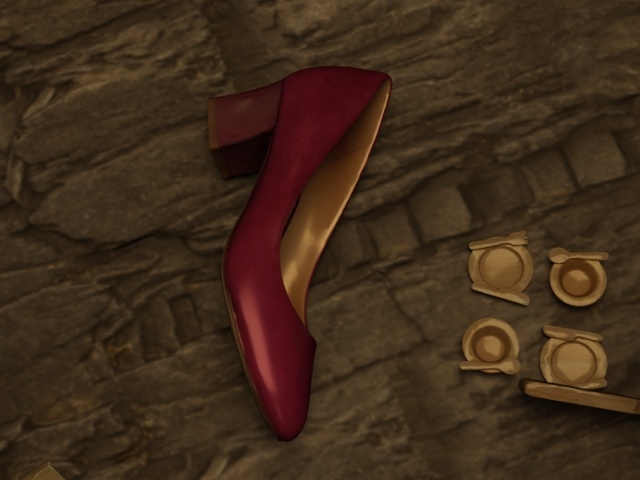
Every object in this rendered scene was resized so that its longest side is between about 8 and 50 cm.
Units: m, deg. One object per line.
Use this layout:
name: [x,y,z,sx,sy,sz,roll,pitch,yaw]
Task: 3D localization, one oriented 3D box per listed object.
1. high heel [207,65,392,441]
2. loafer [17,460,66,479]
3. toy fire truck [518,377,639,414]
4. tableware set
high heel: [0.000,0.000,1.845,0.181,0.127,0.377,-11,66,6]
loafer: [-0.171,0.277,1.754,0.268,0.102,0.092,25,76,9]
toy fire truck: [0.319,0.110,1.776,0.246,0.217,0.158,-36,74,-2]
tableware set: [0.207,0.070,1.885,0.141,0.020,0.168,5,69,1]
